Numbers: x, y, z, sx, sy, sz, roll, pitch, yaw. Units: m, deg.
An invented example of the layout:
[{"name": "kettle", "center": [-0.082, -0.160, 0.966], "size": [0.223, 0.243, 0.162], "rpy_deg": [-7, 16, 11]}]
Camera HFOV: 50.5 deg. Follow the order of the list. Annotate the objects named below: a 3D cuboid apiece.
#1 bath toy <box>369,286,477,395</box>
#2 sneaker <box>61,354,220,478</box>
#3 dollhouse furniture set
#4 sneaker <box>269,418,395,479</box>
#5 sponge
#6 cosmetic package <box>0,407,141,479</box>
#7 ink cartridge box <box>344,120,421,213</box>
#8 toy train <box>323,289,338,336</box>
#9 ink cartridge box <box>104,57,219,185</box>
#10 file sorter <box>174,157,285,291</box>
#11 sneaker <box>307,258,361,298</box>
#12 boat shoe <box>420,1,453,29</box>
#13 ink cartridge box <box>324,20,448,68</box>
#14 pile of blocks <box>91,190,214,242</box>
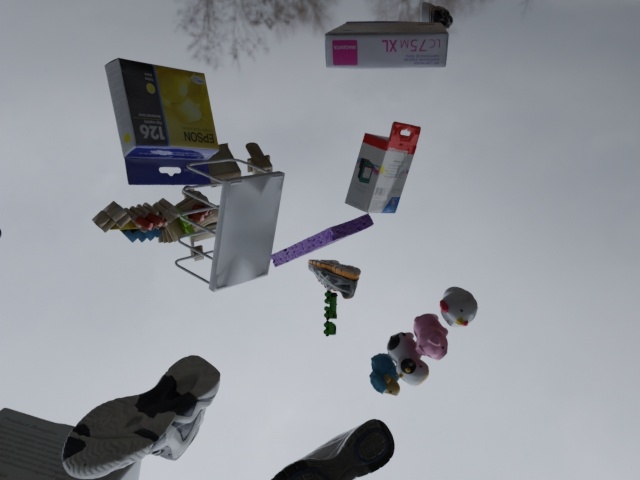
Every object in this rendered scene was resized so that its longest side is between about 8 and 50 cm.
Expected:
[{"name": "bath toy", "center": [0.270, 0.264, 1.777], "size": [0.129, 0.348, 0.151], "rpy_deg": [2, -135, -54]}, {"name": "sneaker", "center": [-0.241, 0.271, 0.929], "size": [0.094, 0.153, 0.235], "rpy_deg": [31, -139, 19]}, {"name": "dollhouse furniture set", "center": [-0.327, -0.139, 2.339], "size": [0.303, 0.356, 0.174], "rpy_deg": [-13, -135, -18]}, {"name": "sneaker", "center": [0.006, 0.448, 1.303], "size": [0.297, 0.129, 0.111], "rpy_deg": [-20, -100, -29]}, {"name": "sponge", "center": [0.000, 0.000, 1.375], "size": [0.117, 0.031, 0.210], "rpy_deg": [-22, 179, -42]}, {"name": "cosmetic package", "center": [-0.581, 0.580, 1.274], "size": [0.329, 0.328, 0.394], "rpy_deg": [14, -164, 9]}, {"name": "ink cartridge box", "center": [0.157, -0.187, 1.693], "size": [0.078, 0.231, 0.134], "rpy_deg": [27, -163, 36]}, {"name": "toy train", "center": [0.018, 0.129, 1.208], "size": [0.023, 0.083, 0.017], "rpy_deg": [-1, 167, 16]}, {"name": "ink cartridge box", "center": [-0.395, -0.300, 1.767], "size": [0.072, 0.307, 0.303], "rpy_deg": [-16, 176, 33]}, {"name": "file sorter", "center": [-0.233, -0.051, 1.671], "size": [0.173, 0.278, 0.192], "rpy_deg": [25, -155, 32]}, {"name": "sneaker", "center": [0.028, 0.099, 1.843], "size": [0.084, 0.083, 0.215], "rpy_deg": [-1, -169, -30]}, {"name": "boat shoe", "center": [0.288, -0.541, 1.672], "size": [0.076, 0.080, 0.228], "rpy_deg": [5, -164, 12]}, {"name": "ink cartridge box", "center": [0.118, -0.337, 1.157], "size": [0.185, 0.065, 0.311], "rpy_deg": [2, -157, 7]}, {"name": "pile of blocks", "center": [-0.462, -0.045, 1.963], "size": [0.362, 0.149, 0.112], "rpy_deg": [-9, -157, -31]}]
